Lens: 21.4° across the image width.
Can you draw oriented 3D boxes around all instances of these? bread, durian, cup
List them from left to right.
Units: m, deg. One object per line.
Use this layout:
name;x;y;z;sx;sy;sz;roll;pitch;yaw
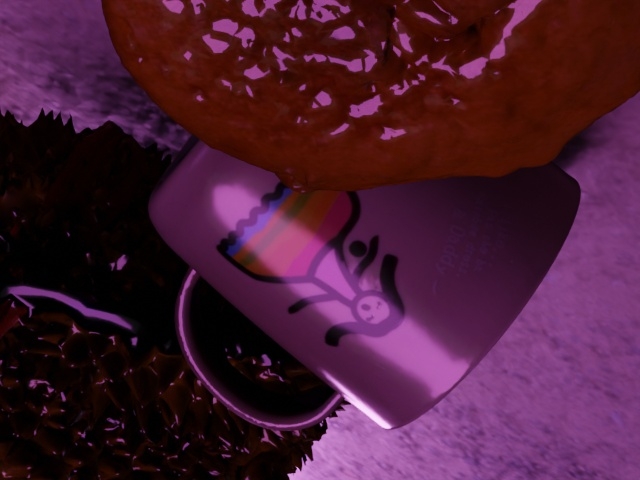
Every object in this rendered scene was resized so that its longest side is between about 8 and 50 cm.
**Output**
durian;-0.178;0.075;1.228;0.384;0.347;0.347;37;152;11
cup;0.000;0.000;1.034;0.200;0.191;0.253;37;116;-8
bread;0.037;-0.136;0.743;0.268;0.146;0.268;7;138;7
